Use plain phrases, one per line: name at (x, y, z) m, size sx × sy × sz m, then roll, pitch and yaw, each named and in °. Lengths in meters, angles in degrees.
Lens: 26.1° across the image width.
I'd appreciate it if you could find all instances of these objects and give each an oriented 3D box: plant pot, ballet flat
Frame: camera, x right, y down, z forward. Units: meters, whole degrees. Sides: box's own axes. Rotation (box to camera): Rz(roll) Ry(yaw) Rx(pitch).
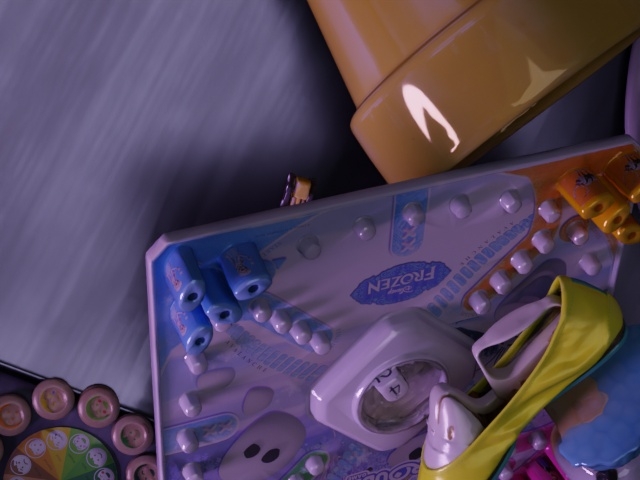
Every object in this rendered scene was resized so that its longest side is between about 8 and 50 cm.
plant pot at (0.098, -0.194, 1.086) m, size 0.254 × 0.254 × 0.239 m, roll -37°, pitch 87°, yaw -2°
ballet flat at (0.130, 0.117, 1.043) m, size 0.077 × 0.077 × 0.231 m, roll 37°, pitch 102°, yaw -21°

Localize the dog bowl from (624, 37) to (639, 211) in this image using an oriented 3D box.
dog bowl at (0.351, -0.125, 1.085) m, size 0.102 × 0.349 × 0.349 m, roll 5°, pitch 98°, yaw -13°

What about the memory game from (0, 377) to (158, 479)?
memory game at (-0.226, 0.210, 1.202) m, size 0.186 × 0.012 × 0.186 m, roll -2°, pitch 99°, yaw -9°

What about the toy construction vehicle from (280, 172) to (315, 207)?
toy construction vehicle at (0.000, 0.000, 1.194) m, size 0.085 × 0.035 × 0.098 m, roll 16°, pitch 96°, yaw -11°

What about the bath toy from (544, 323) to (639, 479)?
bath toy at (0.297, 0.203, 1.159) m, size 0.151 × 0.129 × 0.348 m, roll -14°, pitch 142°, yaw 26°

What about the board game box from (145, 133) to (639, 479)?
board game box at (0.065, 0.122, 1.089) m, size 0.390 × 0.050 × 0.390 m, roll -13°, pitch 131°, yaw -18°
